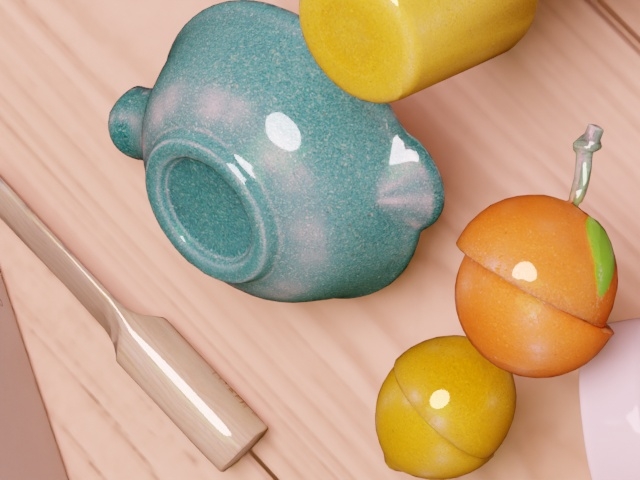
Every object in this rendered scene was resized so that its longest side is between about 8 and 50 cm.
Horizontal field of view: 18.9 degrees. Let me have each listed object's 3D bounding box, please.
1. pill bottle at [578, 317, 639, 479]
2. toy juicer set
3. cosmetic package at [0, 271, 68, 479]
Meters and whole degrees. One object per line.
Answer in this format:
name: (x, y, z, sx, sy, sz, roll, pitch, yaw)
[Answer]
pill bottle: (0.198, 0.060, 0.718, 0.187, 0.112, 0.112, -9, 94, 20)
toy juicer set: (0.000, 0.000, 0.782, 0.329, 0.089, 0.209, -22, 102, 51)
cosmetic package: (-0.197, 0.149, 0.861, 0.160, 0.113, 0.309, -19, 89, 19)
